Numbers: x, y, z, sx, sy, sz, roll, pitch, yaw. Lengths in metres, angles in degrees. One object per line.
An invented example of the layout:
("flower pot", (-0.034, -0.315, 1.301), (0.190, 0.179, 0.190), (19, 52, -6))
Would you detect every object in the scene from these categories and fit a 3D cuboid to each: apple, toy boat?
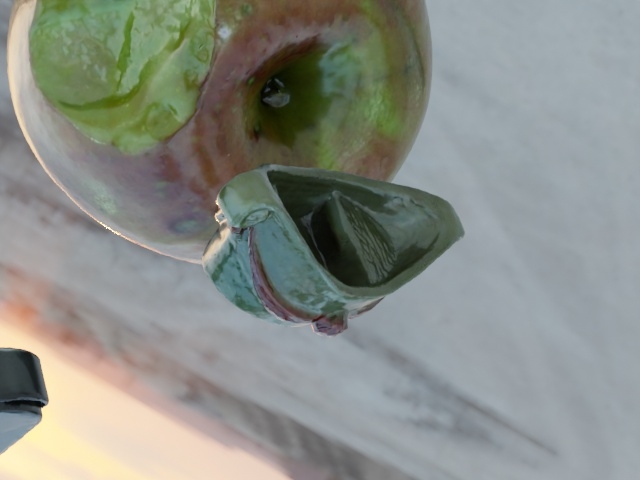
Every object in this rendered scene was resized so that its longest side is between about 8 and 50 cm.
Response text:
("apple", (-0.085, -0.149, 1.411), (0.340, 0.339, 0.339), (30, 173, 4))
("toy boat", (-0.001, 0.001, 0.859), (0.185, 0.071, 0.089), (5, -126, -54))

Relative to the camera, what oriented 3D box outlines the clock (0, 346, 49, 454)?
("clock", (-0.284, 0.118, 0.771), (0.273, 0.049, 0.279), (-3, 160, -31))
